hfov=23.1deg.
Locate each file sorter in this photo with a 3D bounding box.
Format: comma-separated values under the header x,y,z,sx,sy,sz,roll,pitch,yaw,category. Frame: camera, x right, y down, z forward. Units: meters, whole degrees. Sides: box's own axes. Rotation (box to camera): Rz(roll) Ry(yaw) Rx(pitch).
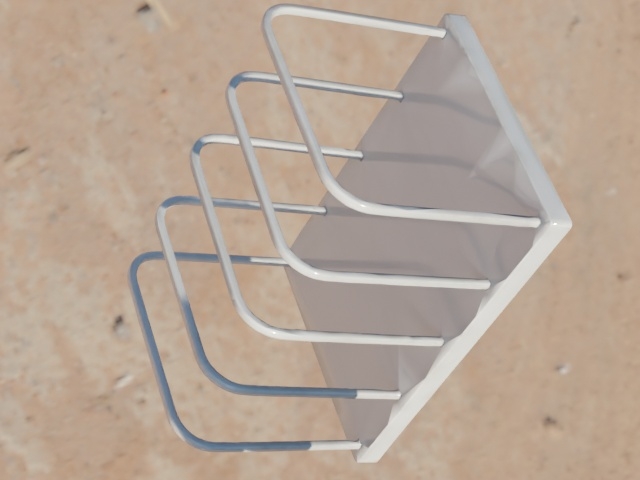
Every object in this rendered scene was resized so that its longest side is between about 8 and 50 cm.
x,y,z,sx,sy,sz,roll,pitch,yaw,category
0.000,0.000,1.082,0.173,0.278,0.193,3,49,-31,file sorter
